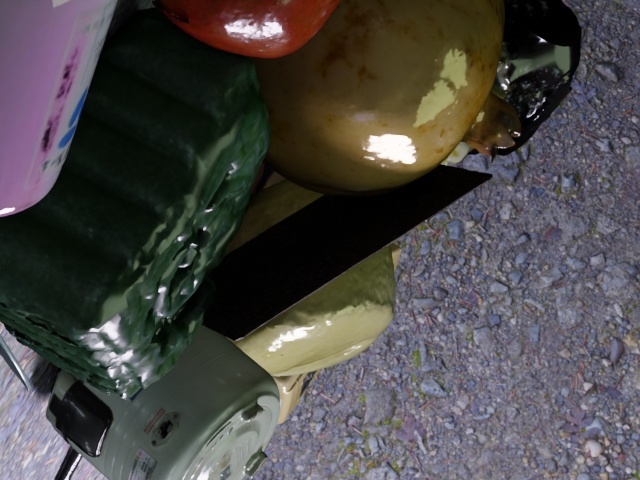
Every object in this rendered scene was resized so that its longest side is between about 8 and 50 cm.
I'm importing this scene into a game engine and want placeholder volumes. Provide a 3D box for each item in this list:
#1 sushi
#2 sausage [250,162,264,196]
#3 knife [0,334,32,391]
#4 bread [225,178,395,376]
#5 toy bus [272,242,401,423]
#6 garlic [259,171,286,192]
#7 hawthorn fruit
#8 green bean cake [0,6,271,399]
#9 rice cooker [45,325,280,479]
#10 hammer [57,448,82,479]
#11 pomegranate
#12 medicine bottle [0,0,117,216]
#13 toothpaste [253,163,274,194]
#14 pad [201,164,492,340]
[{"bbox_3d":[0.177,-0.273,2.198,0.285,0.329,0.328,-18,162,-24],"label":"sushi"},{"bbox_3d":[-0.127,-0.057,1.816,0.194,0.077,0.077,-49,166,-49],"label":"sausage"},{"bbox_3d":[-0.237,-0.017,0.864,0.044,0.080,0.331,-39,127,-16],"label":"knife"},{"bbox_3d":[-0.055,0.050,1.928,0.320,0.237,0.320,-22,165,-6],"label":"bread"},{"bbox_3d":[-0.039,0.095,2.347,0.365,0.202,0.177,-55,168,-30],"label":"toy bus"},{"bbox_3d":[-0.034,-0.017,2.152,0.338,0.151,0.196,-48,-158,18],"label":"garlic"},{"bbox_3d":[-0.060,-0.237,1.277,0.185,0.185,0.202,-57,151,-15],"label":"hawthorn fruit"},{"bbox_3d":[-0.169,-0.025,1.409,0.308,0.169,0.300,-59,170,-14],"label":"green bean cake"},{"bbox_3d":[-0.186,0.190,1.727,0.226,0.244,0.226,-43,160,-20],"label":"rice cooker"},{"bbox_3d":[-0.296,0.238,1.972,0.246,0.029,0.103,-62,170,21],"label":"hammer"},{"bbox_3d":[0.057,-0.190,1.570,0.342,0.342,0.342,-57,170,-15],"label":"pomegranate"},{"bbox_3d":[-0.200,-0.151,0.908,0.152,0.152,0.254,-45,163,-58],"label":"medicine bottle"},{"bbox_3d":[-0.068,-0.121,2.022,0.268,0.047,0.069,-53,158,-51],"label":"toothpaste"},{"bbox_3d":[0.000,0.000,1.577,0.330,0.004,0.220,-32,-158,-19],"label":"pad"}]
